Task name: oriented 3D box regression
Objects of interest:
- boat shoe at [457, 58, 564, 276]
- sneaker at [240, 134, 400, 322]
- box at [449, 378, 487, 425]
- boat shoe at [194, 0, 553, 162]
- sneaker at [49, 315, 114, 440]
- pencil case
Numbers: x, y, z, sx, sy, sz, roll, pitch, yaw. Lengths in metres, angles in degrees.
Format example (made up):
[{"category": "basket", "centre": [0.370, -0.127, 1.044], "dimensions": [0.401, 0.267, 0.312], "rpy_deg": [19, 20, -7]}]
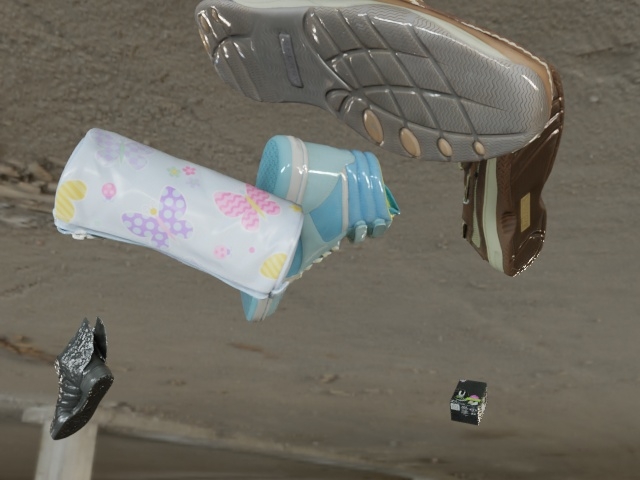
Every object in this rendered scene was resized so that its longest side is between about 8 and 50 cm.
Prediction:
[{"category": "boat shoe", "centre": [0.179, -0.076, 0.742], "dimensions": [0.095, 0.095, 0.258], "rpy_deg": [-30, 136, -26]}, {"category": "sneaker", "centre": [0.000, 0.000, 1.041], "dimensions": [0.208, 0.127, 0.319], "rpy_deg": [1, 133, -21]}, {"category": "box", "centre": [0.316, 0.342, 1.529], "dimensions": [0.062, 0.083, 0.052], "rpy_deg": [5, 119, 26]}, {"category": "boat shoe", "centre": [0.040, -0.160, 0.571], "dimensions": [0.324, 0.116, 0.123], "rpy_deg": [27, 145, 32]}, {"category": "sneaker", "centre": [-0.344, 0.195, 1.014], "dimensions": [0.170, 0.089, 0.051], "rpy_deg": [-51, 154, 20]}, {"category": "pencil case", "centre": [-0.154, -0.028, 0.808], "dimensions": [0.273, 0.124, 0.113], "rpy_deg": [19, 145, -8]}]
